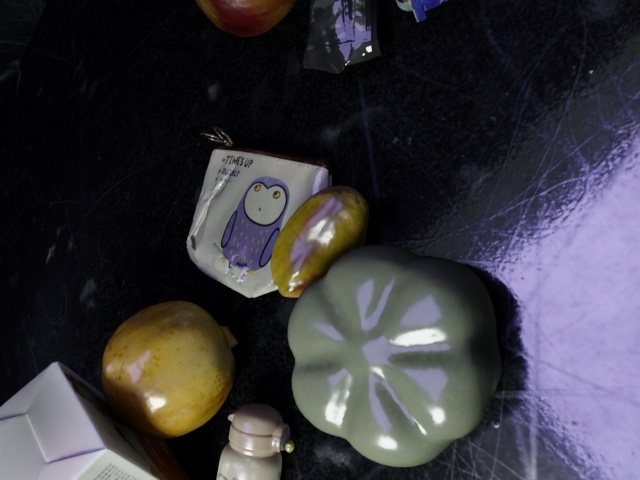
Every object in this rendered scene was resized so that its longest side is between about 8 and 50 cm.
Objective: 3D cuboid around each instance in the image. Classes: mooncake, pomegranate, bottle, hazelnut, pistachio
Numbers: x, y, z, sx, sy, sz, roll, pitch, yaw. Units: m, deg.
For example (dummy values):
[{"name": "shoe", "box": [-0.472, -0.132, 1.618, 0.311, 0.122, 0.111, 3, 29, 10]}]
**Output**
[{"name": "mooncake", "box": [0.080, 0.135, 0.566, 0.275, 0.135, 0.274, -7, 78, 35]}, {"name": "pomegranate", "box": [-0.254, 0.218, 0.775, 0.233, 0.233, 0.233, -9, 77, 39]}, {"name": "bottle", "box": [-0.103, 0.362, 0.703, 0.110, 0.097, 0.209, 9, 88, 17]}, {"name": "hazelnut", "box": [-0.126, -0.476, 0.813, 0.217, 0.217, 0.251, -37, 45, 30]}, {"name": "pistachio", "box": [-0.003, 0.000, 0.676, 0.110, 0.100, 0.189, 42, 108, 32]}]

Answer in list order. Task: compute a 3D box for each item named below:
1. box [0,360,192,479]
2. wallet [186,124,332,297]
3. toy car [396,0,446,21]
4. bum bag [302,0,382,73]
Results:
[{"name": "box", "box": [-0.342, 0.380, 0.743, 0.143, 0.341, 0.225, -44, 47, -20]}, {"name": "wallet", "box": [-0.137, -0.055, 0.824, 0.335, 0.068, 0.274, 19, 93, 39]}, {"name": "toy car", "box": [0.147, -0.437, 0.603, 0.158, 0.172, 0.235, -12, 71, 22]}, {"name": "bum bag", "box": [0.033, -0.428, 0.734, 0.144, 0.095, 0.340, -2, 83, 31]}]
